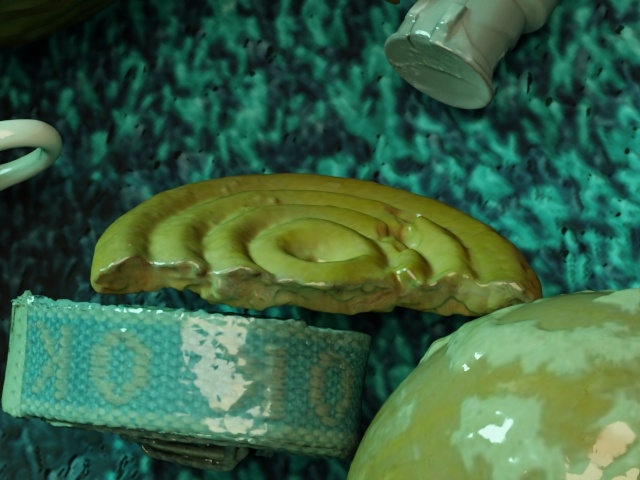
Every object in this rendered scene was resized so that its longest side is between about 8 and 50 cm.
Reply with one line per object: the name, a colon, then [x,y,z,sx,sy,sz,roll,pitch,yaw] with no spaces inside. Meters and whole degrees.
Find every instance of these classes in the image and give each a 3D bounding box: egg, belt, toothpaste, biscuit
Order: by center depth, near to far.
egg: [0.115,0.125,0.895,0.245,0.203,0.203,-26,67,34]
belt: [-0.058,0.073,0.976,0.163,0.147,0.082,3,82,46]
biscuit: [0.000,-0.001,0.994,0.224,0.144,0.033,6,114,-2]
toothpaste: [0.133,-0.210,1.076,0.114,0.073,0.299,23,70,22]

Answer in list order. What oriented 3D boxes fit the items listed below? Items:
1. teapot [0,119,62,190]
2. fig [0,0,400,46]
teapot: [-0.256,-0.023,1.054,0.245,0.116,0.159,-21,58,5]
fig: [-0.126,-0.197,1.028,0.368,0.286,0.286,29,79,0]
